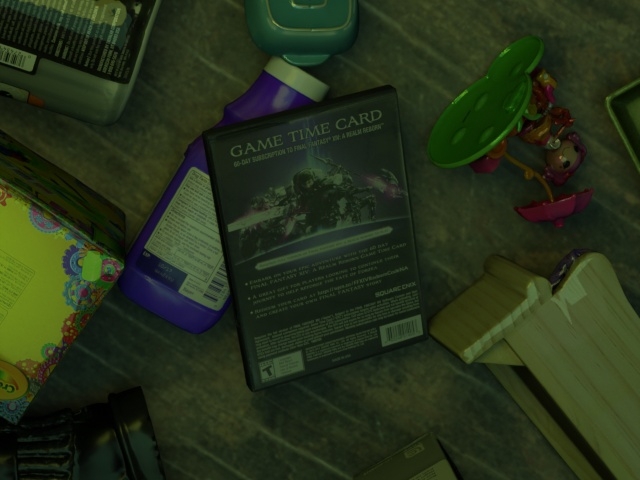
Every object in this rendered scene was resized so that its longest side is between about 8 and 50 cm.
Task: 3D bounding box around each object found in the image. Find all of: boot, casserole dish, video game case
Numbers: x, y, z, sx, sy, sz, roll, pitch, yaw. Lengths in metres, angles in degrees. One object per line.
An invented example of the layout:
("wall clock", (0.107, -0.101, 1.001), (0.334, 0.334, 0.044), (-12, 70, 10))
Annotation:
("boot", (-0.270, 0.331, 1.560), (0.260, 0.131, 0.348), (-14, 92, -11))
("casserole dish", (-0.018, -0.262, 1.488), (0.114, 0.037, 0.188), (-2, 78, -12))
("video game case", (0.000, 0.000, 1.513), (0.196, 0.026, 0.274), (-16, 113, -16))

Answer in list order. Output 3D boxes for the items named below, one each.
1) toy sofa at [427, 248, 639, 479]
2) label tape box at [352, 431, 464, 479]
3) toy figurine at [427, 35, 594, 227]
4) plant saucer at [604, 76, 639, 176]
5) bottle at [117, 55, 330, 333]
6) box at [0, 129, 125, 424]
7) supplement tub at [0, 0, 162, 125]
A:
("toy sofa", (0.290, 0.174, 1.592), (0.177, 0.150, 0.362), (-41, 103, -3))
("label tape box", (0.155, 0.366, 1.511), (0.115, 0.347, 0.249), (-31, 103, 0))
("toy figurine", (0.219, -0.093, 1.567), (0.159, 0.130, 0.173), (43, 69, -26))
("plant saucer", (0.409, -0.114, 1.602), (0.188, 0.045, 0.188), (-30, 103, -1))
("bottle", (-0.091, -0.049, 1.529), (0.118, 0.092, 0.283), (29, 96, -13))
("box", (-0.344, -0.014, 1.410), (0.290, 0.279, 0.177), (34, 95, -11))
("supplement tub", (-0.309, -0.239, 1.414), (0.316, 0.193, 0.193), (18, 98, -10))
